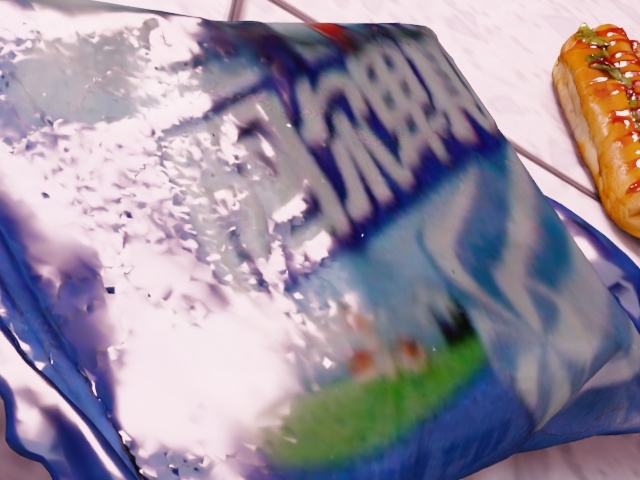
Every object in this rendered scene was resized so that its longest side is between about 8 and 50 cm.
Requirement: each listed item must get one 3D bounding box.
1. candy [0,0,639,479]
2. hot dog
[{"bbox_3d":[0.000,0.000,0.520,0.187,0.077,0.331,52,28,20],"label":"candy"},{"bbox_3d":[0.134,-0.045,0.778,0.062,0.038,0.144,25,31,-24],"label":"hot dog"}]
